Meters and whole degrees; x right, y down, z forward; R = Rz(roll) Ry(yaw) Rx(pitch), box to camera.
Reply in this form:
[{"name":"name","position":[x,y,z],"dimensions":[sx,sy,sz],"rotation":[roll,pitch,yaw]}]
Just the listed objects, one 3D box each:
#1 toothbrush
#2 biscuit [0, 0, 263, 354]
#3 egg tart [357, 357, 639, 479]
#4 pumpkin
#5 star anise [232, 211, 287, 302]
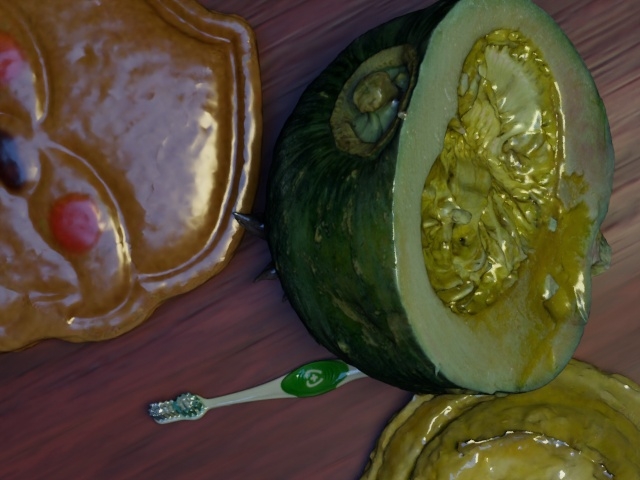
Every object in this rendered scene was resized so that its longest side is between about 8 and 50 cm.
[{"name":"toothbrush","position":[0.004,0.115,1.305],"dimensions":[0.304,0.030,0.030],"rotation":[-12,87,4]},{"name":"biscuit","position":[-0.257,-0.071,1.325],"dimensions":[0.455,0.078,0.350],"rotation":[-24,90,6]},{"name":"egg tart","position":[0.167,0.231,1.237],"dimensions":[0.290,0.115,0.290],"rotation":[0,91,8]},{"name":"pumpkin","position":[0.080,-0.031,1.200],"dimensions":[0.197,0.263,0.293],"rotation":[2,69,48]},{"name":"star anise","position":[0.001,0.012,1.292],"dimensions":[0.124,0.056,0.129],"rotation":[-26,102,-14]}]
